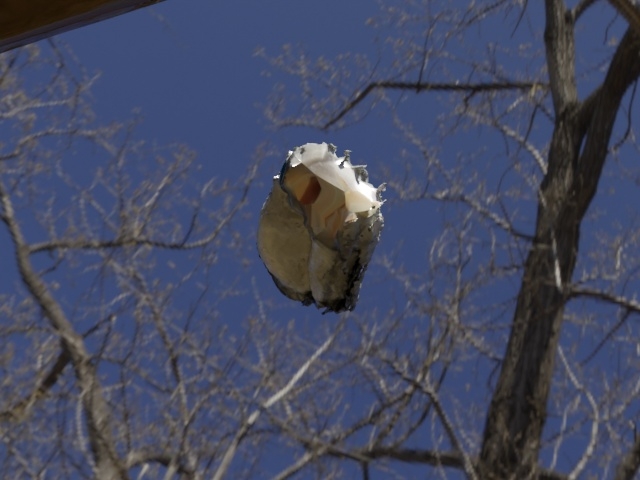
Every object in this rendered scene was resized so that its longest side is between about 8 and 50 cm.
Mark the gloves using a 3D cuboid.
[{"bbox_3d":[0.002,-0.002,0.902,0.114,0.070,0.153,42,-41,16],"label":"gloves"}]

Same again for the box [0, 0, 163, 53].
[{"bbox_3d":[-0.220,-0.133,0.239,0.115,0.415,0.264,10,-59,46],"label":"box"}]
